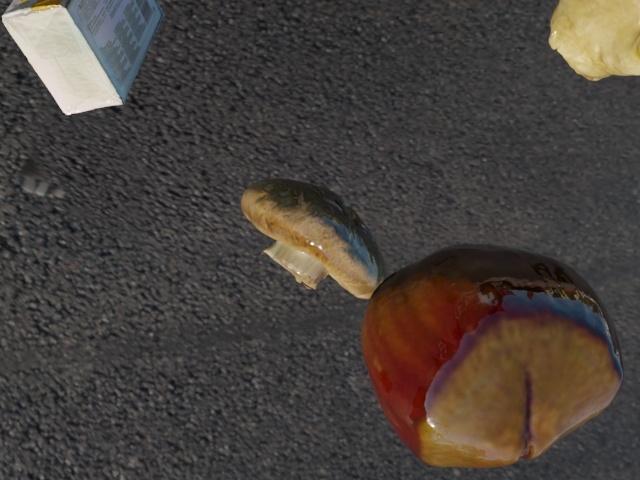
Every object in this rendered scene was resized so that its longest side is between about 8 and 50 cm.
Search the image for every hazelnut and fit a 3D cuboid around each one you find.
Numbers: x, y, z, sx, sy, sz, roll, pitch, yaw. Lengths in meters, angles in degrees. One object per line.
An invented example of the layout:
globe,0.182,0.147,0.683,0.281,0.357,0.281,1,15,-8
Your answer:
hazelnut,0.141,0.092,0.745,0.212,0.181,0.181,-8,90,-9

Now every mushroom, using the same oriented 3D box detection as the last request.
mushroom,0.000,0.000,1.341,0.278,0.278,0.146,39,85,-37

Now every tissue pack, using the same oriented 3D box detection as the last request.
tissue pack,-0.348,-0.335,1.290,0.185,0.124,0.225,63,29,-44

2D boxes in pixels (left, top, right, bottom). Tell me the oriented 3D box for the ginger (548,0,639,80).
ginger,0.223,-0.265,0.375,0.122,0.363,0.348,8,84,-9
